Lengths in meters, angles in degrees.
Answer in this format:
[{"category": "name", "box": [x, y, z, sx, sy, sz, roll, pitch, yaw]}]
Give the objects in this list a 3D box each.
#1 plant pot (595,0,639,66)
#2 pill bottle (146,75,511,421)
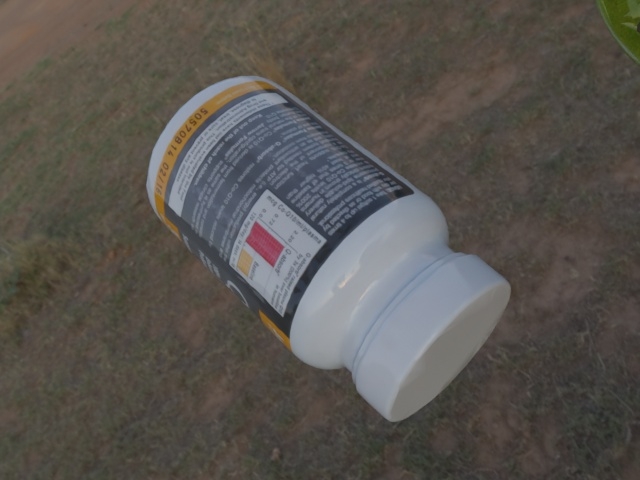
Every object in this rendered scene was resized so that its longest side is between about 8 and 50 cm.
[{"category": "plant pot", "box": [0.416, -0.274, 0.576, 0.353, 0.367, 0.366, -25, 23, -36]}, {"category": "pill bottle", "box": [0.000, 0.000, 0.549, 0.162, 0.162, 0.278, -45, 63, -6]}]
